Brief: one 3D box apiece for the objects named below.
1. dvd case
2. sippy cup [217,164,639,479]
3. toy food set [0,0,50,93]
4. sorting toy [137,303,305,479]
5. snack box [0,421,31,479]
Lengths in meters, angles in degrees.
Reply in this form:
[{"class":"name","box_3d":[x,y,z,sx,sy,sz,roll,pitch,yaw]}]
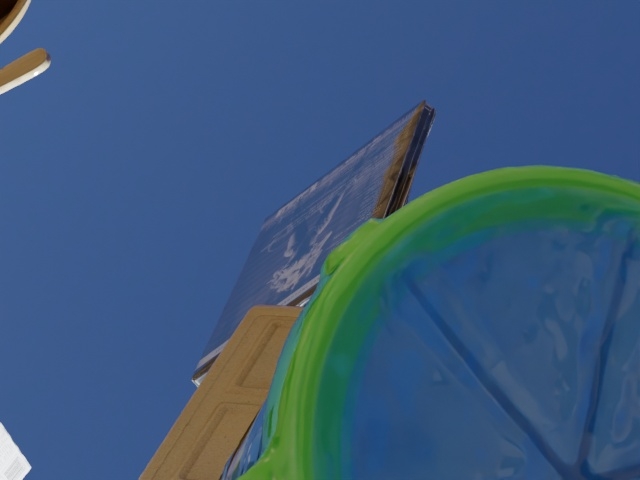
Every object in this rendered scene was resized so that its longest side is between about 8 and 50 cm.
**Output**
[{"class":"dvd case","box_3d":[0.000,0.000,1.283,0.164,0.018,0.221,-36,-164,28]},{"class":"sippy cup","box_3d":[0.057,0.117,0.738,0.224,0.305,0.240,-44,-155,60]},{"class":"toy food set","box_3d":[-0.243,-0.162,1.224,0.132,0.038,0.192,-28,-129,13]},{"class":"sorting toy","box_3d":[0.072,0.106,1.010,0.307,0.041,0.229,3,-153,20]},{"class":"snack box","box_3d":[-0.202,0.104,0.988,0.022,0.178,0.064,32,-111,24]}]
